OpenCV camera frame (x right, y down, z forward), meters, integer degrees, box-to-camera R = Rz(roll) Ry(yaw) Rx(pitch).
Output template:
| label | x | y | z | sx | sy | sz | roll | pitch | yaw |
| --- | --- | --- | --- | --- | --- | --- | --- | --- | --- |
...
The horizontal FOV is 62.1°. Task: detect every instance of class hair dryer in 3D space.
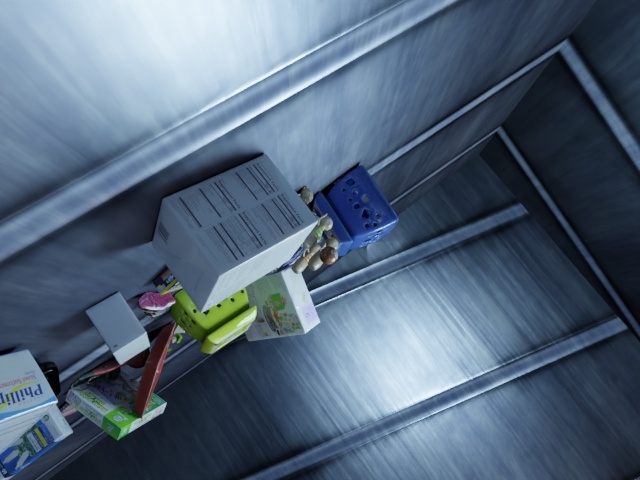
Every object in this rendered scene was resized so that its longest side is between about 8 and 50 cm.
| label | x | y | z | sx | sy | sz | roll | pitch | yaw |
| --- | --- | --- | --- | --- | --- | --- | --- | --- | --- |
| hair dryer | -0.695 | 0.437 | 1.852 | 0.293 | 0.080 | 0.224 | -40 | 170 | 14 |

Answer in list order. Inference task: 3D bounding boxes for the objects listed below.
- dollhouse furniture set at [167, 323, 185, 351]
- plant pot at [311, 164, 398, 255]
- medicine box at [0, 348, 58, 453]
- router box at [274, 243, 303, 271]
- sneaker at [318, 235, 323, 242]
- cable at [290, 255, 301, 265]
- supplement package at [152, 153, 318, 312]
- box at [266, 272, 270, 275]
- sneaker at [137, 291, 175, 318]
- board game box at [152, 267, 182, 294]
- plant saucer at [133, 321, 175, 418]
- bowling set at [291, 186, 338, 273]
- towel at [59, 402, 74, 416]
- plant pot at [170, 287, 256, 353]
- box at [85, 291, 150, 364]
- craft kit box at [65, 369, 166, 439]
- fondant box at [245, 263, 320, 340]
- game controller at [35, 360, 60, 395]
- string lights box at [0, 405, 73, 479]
| label | x | y | z | sx | sy | sz | roll | pitch | yaw |
| --- | --- | --- | --- | --- | --- | --- | --- | --- | --- |
| dollhouse furniture set | -0.580 | 0.360 | 2.089 | 0.151 | 0.059 | 0.076 | -58 | 160 | 6 |
| plant pot | 0.101 | -0.086 | 1.839 | 0.212 | 0.236 | 0.236 | -29 | 170 | -12 |
| medicine box | -0.761 | 0.385 | 1.098 | 0.289 | 0.149 | 0.263 | -41 | 168 | 16 |
| router box | -0.159 | 0.005 | 1.502 | 0.133 | 0.179 | 0.046 | -43 | -148 | 32 |
| sneaker | -0.028 | -0.010 | 2.212 | 0.158 | 0.065 | 0.061 | -39 | 171 | 10 |
| cable | -0.188 | 0.131 | 2.237 | 0.257 | 0.089 | 0.257 | -42 | 169 | 29 |
| supplement package | -0.189 | -0.017 | 1.153 | 0.263 | 0.198 | 0.199 | -31 | 168 | -34 |
| box | -0.120 | 0.007 | 1.816 | 0.153 | 0.108 | 0.207 | -26 | 166 | -49 |
| sneaker | -0.474 | 0.188 | 1.503 | 0.075 | 0.063 | 0.170 | -45 | 175 | 5 |
| board game box | -0.356 | 0.078 | 1.464 | 0.141 | 0.048 | 0.170 | -39 | 171 | 21 |
| plant saucer | -0.597 | 0.454 | 1.902 | 0.259 | 0.048 | 0.258 | -94 | -156 | -65 |
| bowling set | 0.000 | 0.000 | 1.621 | 0.154 | 0.200 | 0.287 | -47 | 146 | -28 |
| towel | -0.914 | 0.602 | 2.014 | 0.197 | 0.029 | 0.144 | -43 | 170 | 16 |
| plant pot | -0.352 | 0.242 | 1.796 | 0.228 | 0.207 | 0.227 | -31 | 170 | -29 |
| box | -0.510 | 0.226 | 1.350 | 0.091 | 0.130 | 0.170 | -33 | 170 | -24 |
| craft kit box | -0.729 | 0.580 | 1.913 | 0.060 | 0.250 | 0.247 | -66 | 164 | 16 |
| fondant box | -0.183 | 0.237 | 1.988 | 0.330 | 0.238 | 0.096 | -16 | -173 | 43 |
| game controller | -0.778 | 0.400 | 1.401 | 0.166 | 0.067 | 0.319 | -31 | 168 | -34 |
| string lights box | -0.969 | 0.659 | 1.740 | 0.260 | 0.133 | 0.077 | -37 | 171 | -7 |
